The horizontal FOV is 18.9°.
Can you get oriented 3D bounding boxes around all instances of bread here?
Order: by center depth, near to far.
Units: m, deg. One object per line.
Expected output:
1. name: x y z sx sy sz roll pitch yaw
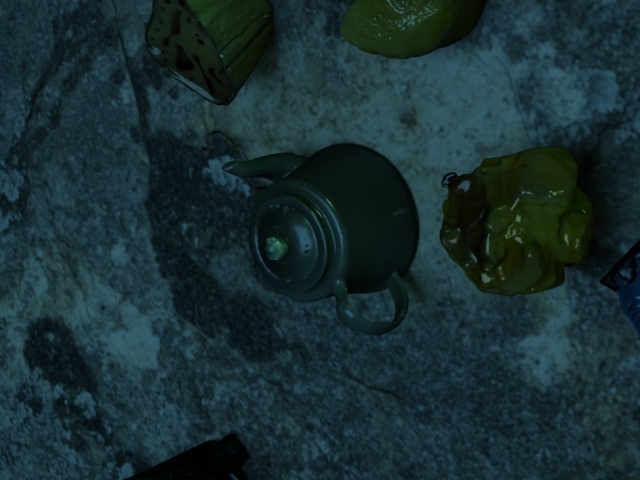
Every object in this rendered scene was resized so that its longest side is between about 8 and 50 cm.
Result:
1. bread: 0.091 -0.241 1.862 0.125 0.086 0.156 35 127 13

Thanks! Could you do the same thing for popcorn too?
1. popcorn: 0.186 -0.017 1.825 0.167 0.152 0.148 -33 51 39

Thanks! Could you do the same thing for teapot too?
1. teapot: 0.000 0.000 1.963 0.239 0.149 0.162 52 127 15

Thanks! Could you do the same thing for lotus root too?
1. lotus root: -0.118 -0.226 2.002 0.095 0.135 0.159 1 117 39

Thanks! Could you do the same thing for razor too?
1. razor: 0.320 0.111 1.756 0.082 0.042 0.253 -49 48 37

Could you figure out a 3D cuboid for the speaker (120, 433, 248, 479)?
1. speaker: -0.161 0.384 2.185 0.232 0.184 0.254 52 125 13
